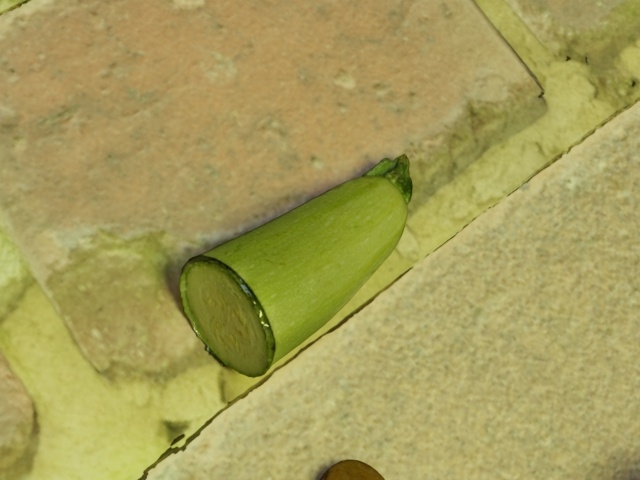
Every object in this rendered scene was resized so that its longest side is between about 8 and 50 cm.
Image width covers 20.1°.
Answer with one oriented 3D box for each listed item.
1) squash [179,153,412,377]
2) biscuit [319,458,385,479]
[{"bbox_3d":[0.000,0.000,1.293,0.094,0.094,0.224,49,53,3],"label":"squash"},{"bbox_3d":[0.029,0.268,1.212,0.180,0.039,0.236,23,64,-13],"label":"biscuit"}]
